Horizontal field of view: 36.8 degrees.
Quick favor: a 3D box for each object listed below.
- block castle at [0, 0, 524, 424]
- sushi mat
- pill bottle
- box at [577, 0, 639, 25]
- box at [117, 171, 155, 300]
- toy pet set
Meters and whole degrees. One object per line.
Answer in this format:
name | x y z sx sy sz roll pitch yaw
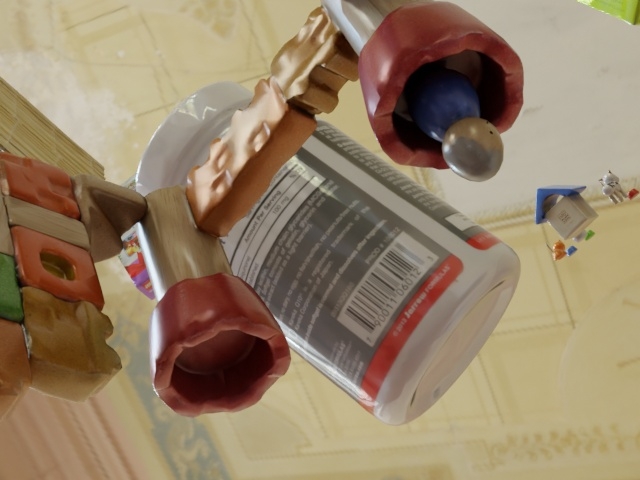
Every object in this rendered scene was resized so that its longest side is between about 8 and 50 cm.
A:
block castle | -0.148 -0.076 0.456 0.453 0.212 0.303 22 -61 -38
sushi mat | -0.382 -0.147 1.181 0.019 0.151 0.316 -37 -58 13
pill bottle | 0.000 0.000 0.974 0.363 0.210 0.210 37 -55 21
box | 0.299 -0.308 0.920 0.109 0.042 0.178 44 -46 48
box | -0.223 -0.066 1.603 0.293 0.057 0.201 -39 -125 0
toy pet set | 0.295 -0.036 1.136 0.065 0.114 0.122 53 -56 19
